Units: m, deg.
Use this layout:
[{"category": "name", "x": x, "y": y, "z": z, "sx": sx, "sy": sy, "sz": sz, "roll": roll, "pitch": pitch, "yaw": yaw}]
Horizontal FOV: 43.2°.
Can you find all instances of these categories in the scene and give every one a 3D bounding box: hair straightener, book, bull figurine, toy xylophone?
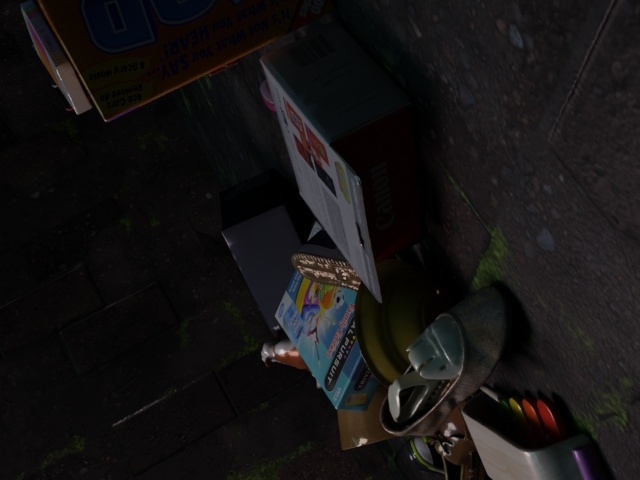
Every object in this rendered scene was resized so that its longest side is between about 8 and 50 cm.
[{"category": "hair straightener", "x": -0.413, "y": -0.283, "z": 1.270, "sx": 0.230, "sy": 0.047, "sz": 0.089, "roll": 56, "pitch": 171, "yaw": 53}, {"category": "book", "x": -0.373, "y": -0.257, "z": 1.134, "sx": 0.144, "sy": 0.035, "sz": 0.096, "roll": 55, "pitch": 166, "yaw": 28}, {"category": "bull figurine", "x": -0.002, "y": 0.277, "z": 2.110, "sx": 0.188, "sy": 0.310, "sz": 0.101, "roll": 47, "pitch": -159, "yaw": -37}, {"category": "toy xylophone", "x": 0.290, "y": 0.284, "z": 1.180, "sx": 0.236, "sy": 0.081, "sz": 0.323, "roll": 68, "pitch": 170, "yaw": -15}]

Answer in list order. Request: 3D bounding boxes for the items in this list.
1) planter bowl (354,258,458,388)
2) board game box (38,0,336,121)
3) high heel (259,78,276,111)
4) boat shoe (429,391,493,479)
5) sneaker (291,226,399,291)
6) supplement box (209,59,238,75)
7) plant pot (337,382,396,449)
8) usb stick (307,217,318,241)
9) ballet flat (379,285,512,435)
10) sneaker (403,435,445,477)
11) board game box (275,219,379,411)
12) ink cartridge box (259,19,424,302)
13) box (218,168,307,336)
[{"category": "planter bowl", "x": 0.159, "y": 0.127, "z": 1.267, "sx": 0.090, "sy": 0.217, "sz": 0.217, "roll": -17, "pitch": 104, "yaw": 44}, {"category": "board game box", "x": -0.249, "y": -0.416, "z": 1.206, "sx": 0.356, "sy": 0.356, "sz": 0.356, "roll": 64, "pitch": 171, "yaw": -15}, {"category": "high heel", "x": -0.044, "y": -0.226, "z": 1.328, "sx": 0.244, "sy": 0.082, "sz": 0.117, "roll": -93, "pitch": -10, "yaw": -63}, {"category": "boat shoe", "x": 0.262, "y": 0.369, "z": 1.503, "sx": 0.111, "sy": 0.104, "sz": 0.307, "roll": 47, "pitch": 163, "yaw": 57}, {"category": "sneaker", "x": 0.098, "y": 0.023, "z": 1.477, "sx": 0.282, "sy": 0.153, "sz": 0.099, "roll": 15, "pitch": 138, "yaw": 34}, {"category": "supplement box", "x": -0.241, "y": -0.464, "z": 1.865, "sx": 0.104, "sy": 0.081, "sz": 0.188, "roll": 62, "pitch": 170, "yaw": -1}, {"category": "plant pot", "x": 0.125, "y": 0.298, "z": 1.752, "sx": 0.237, "sy": 0.237, "sz": 0.254, "roll": 104, "pitch": 151, "yaw": -76}, {"category": "usb stick", "x": 0.000, "y": 0.000, "z": 2.018, "sx": 0.077, "sy": 0.045, "sz": 0.278, "roll": 60, "pitch": 171, "yaw": 7}, {"category": "ballet flat", "x": 0.163, "y": 0.185, "z": 1.134, "sx": 0.316, "sy": 0.106, "sz": 0.107, "roll": 110, "pitch": 148, "yaw": -41}, {"category": "sneaker", "x": 0.266, "y": 0.428, "z": 1.652, "sx": 0.235, "sy": 0.097, "sz": 0.084, "roll": 21, "pitch": -146, "yaw": -51}, {"category": "board game box", "x": 0.040, "y": 0.148, "z": 1.682, "sx": 0.336, "sy": 0.079, "sz": 0.253, "roll": 49, "pitch": 122, "yaw": 52}, {"category": "ink cartridge box", "x": 0.056, "y": -0.104, "z": 1.169, "sx": 0.272, "sy": 0.130, "sz": 0.309, "roll": 55, "pitch": 169, "yaw": 34}, {"category": "box", "x": -0.127, "y": 0.028, "z": 2.209, "sx": 0.312, "sy": 0.179, "sz": 0.343, "roll": -109, "pitch": -5, "yaw": -66}]
